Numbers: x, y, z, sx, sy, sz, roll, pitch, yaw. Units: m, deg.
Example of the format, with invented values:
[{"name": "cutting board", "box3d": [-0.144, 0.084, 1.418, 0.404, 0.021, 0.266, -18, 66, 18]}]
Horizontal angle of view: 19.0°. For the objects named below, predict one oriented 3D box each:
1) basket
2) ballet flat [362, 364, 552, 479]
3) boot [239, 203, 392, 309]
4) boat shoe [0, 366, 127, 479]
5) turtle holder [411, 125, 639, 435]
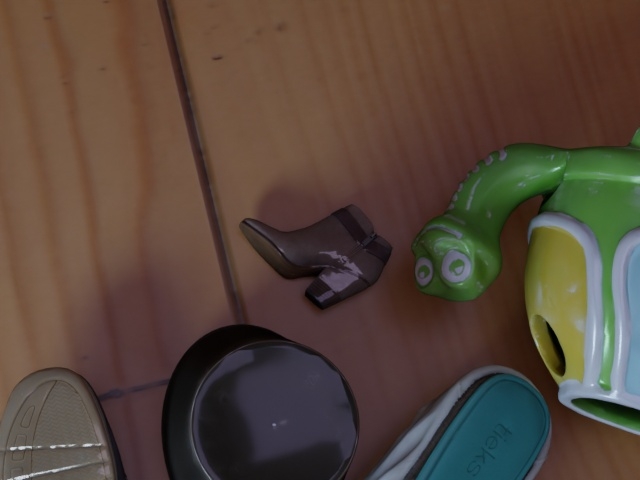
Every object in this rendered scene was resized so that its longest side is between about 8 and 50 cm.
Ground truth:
[{"name": "basket", "box3d": [-0.045, 0.155, 1.520, 0.154, 0.227, 0.204, -11, 83, -8]}, {"name": "ballet flat", "box3d": [0.042, 0.264, 1.540, 0.139, 0.139, 0.400, 41, 65, 1]}, {"name": "boot", "box3d": [0.000, 0.000, 1.649, 0.118, 0.042, 0.087, 45, 73, 1]}, {"name": "boat shoe", "box3d": [-0.191, 0.245, 1.559, 0.103, 0.092, 0.285, -15, 85, 11]}, {"name": "turtle holder", "box3d": [0.264, 0.030, 1.553, 0.320, 0.243, 0.227, 25, 76, -30]}]
